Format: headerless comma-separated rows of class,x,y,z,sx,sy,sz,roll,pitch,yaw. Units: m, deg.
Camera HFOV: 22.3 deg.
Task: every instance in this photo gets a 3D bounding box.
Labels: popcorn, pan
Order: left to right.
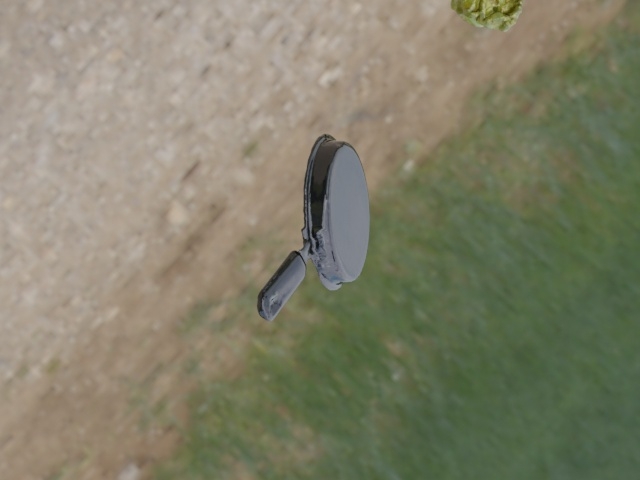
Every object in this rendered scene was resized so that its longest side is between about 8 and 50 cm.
pan,0.000,0.000,1.364,0.235,0.028,0.136,-58,141,-54
popcorn,0.171,-0.244,1.655,0.059,0.083,0.068,-56,147,5
